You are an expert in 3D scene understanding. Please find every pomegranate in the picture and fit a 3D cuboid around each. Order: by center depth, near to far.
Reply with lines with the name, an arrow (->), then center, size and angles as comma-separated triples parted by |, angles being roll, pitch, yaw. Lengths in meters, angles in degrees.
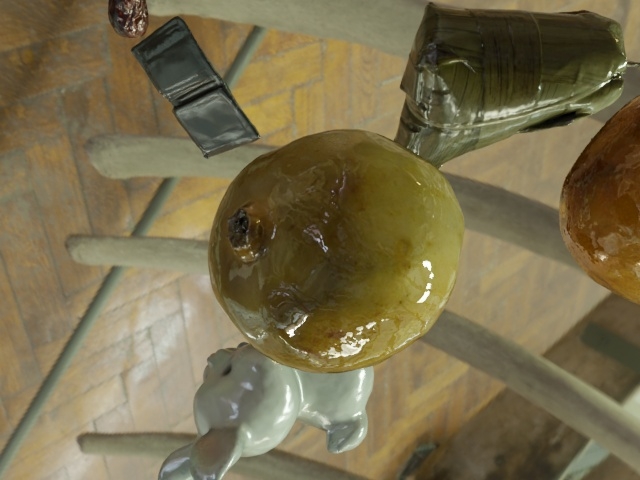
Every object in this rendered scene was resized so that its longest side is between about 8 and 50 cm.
pomegranate -> 0.014, 0.013, 0.708 | 0.233, 0.233, 0.233 | -25, 131, -32

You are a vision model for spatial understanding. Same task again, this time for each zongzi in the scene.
zongzi -> 0.405, -0.266, 1.610 | 0.500, 0.218, 0.467 | 1, 148, -3

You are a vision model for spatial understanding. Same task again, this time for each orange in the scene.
orange -> 0.403, -0.048, 0.887 | 0.261, 0.261, 0.261 | -25, 131, -32

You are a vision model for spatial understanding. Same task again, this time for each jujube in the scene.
jujube -> -0.359, -0.436, 1.436 | 0.077, 0.077, 0.129 | -32, 144, -26

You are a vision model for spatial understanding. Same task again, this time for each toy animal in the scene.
toy animal -> -0.082, 0.267, 1.220 | 0.368, 0.241, 0.196 | -22, 169, -37

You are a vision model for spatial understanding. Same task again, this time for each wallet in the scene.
wallet -> -0.293, -0.343, 1.801 | 0.041, 0.247, 0.323 | -45, 112, -33
